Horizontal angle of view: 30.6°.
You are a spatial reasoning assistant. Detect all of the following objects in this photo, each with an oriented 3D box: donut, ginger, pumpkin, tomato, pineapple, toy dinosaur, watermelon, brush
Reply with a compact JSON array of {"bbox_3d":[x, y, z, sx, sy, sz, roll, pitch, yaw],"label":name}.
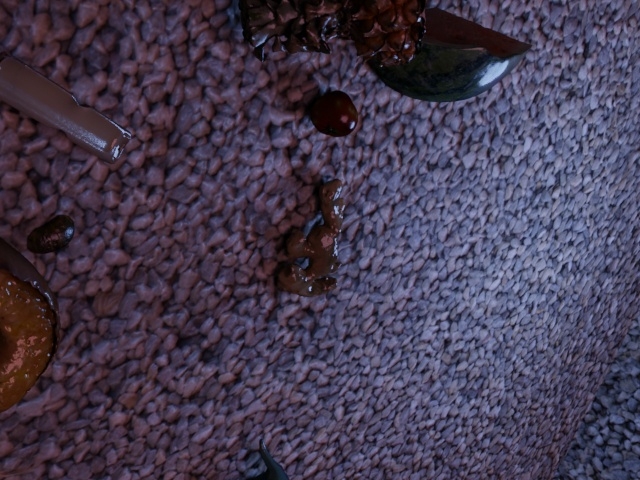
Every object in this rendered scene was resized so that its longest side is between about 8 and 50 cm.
[{"bbox_3d":[-0.519,0.115,1.649,0.317,0.150,0.299,-10,120,-45],"label":"donut"},{"bbox_3d":[-0.012,0.005,2.229,0.149,0.065,0.259,-17,130,-39],"label":"ginger"},{"bbox_3d":[-0.407,-0.003,1.792,0.083,0.028,0.050,-32,138,-25],"label":"pumpkin"},{"bbox_3d":[0.027,-0.226,2.089,0.087,0.087,0.075,43,54,-53],"label":"tomato"},{"bbox_3d":[-0.001,-0.380,1.873,0.271,0.262,0.263,-11,127,-17],"label":"pineapple"},{"bbox_3d":[-0.089,0.562,2.534,0.331,0.129,0.384,-9,122,-58],"label":"toy dinosaur"},{"bbox_3d":[0.237,-0.337,2.158,0.256,0.260,0.176,53,60,-76],"label":"watermelon"},{"bbox_3d":[-0.379,-0.189,1.680,0.060,0.050,0.321,-60,151,-2],"label":"brush"}]
